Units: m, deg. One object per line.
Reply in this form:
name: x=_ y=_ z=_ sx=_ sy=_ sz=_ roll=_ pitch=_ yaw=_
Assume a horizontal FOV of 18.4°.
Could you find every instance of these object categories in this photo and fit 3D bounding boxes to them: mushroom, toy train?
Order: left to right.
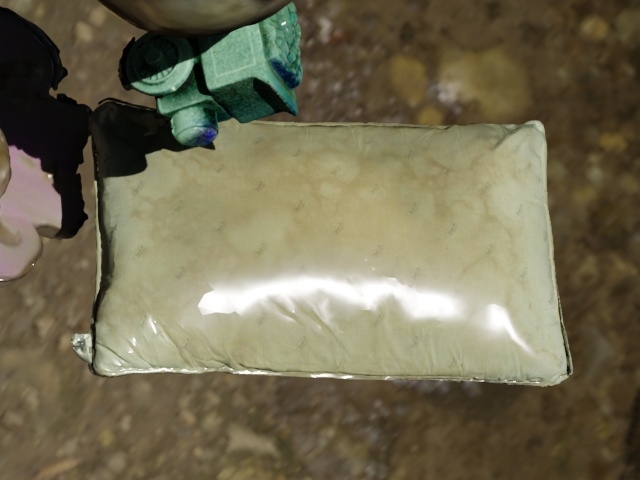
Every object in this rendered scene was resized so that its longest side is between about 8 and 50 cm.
mushroom: x=-0.235 y=-0.056 z=1.271 sx=0.141 sy=0.117 sz=0.188 roll=23 pitch=66 yaw=-43
toy train: x=-0.064 y=-0.136 z=1.100 sx=0.099 sy=0.070 sz=0.172 roll=-17 pitch=67 yaw=13

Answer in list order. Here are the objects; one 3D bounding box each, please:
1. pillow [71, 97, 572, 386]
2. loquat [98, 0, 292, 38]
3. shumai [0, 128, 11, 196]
pillow: x=0.000 y=0.000 z=1.209 sx=0.302 sy=0.075 sz=0.185 roll=2 pitch=65 yaw=-10
loquat: x=-0.059 y=-0.195 z=0.981 sx=0.179 sy=0.179 sz=0.227 roll=20 pitch=39 yaw=-14
shumai: x=-0.225 y=-0.085 z=0.742 sx=0.184 sy=0.218 sz=0.185 roll=16 pitch=78 yaw=-50
